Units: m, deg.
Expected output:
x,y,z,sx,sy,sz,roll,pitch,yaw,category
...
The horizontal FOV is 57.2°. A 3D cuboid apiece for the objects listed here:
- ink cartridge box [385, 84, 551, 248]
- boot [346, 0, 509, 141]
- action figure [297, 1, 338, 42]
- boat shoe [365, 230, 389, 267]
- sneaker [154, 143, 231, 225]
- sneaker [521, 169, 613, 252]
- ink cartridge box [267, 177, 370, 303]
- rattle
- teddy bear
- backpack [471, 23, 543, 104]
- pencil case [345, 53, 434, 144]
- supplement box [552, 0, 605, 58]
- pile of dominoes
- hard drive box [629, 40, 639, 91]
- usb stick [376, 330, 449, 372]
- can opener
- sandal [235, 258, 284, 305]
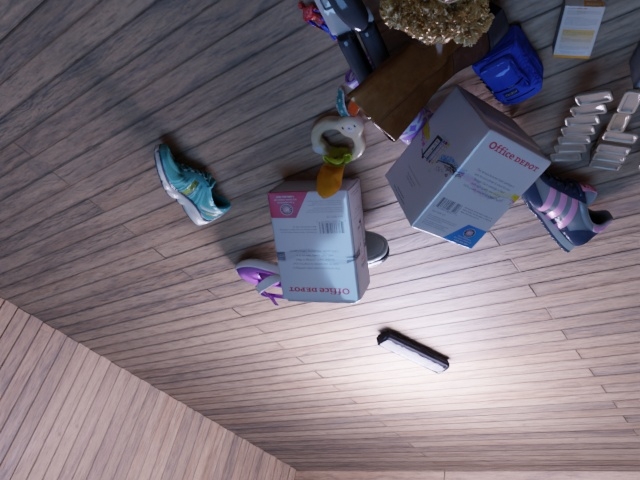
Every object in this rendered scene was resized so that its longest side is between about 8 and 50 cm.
x,y,z,sx,sy,sz,roll,pitch,yaw,category
0.277,-0.138,1.133,0.171,0.168,0.233,19,124,-31,ink cartridge box
0.146,-0.330,0.947,0.280,0.096,0.264,-42,142,7,boot
0.007,-0.401,1.079,0.115,0.030,0.038,31,136,-13,action figure
0.069,0.045,1.597,0.302,0.114,0.091,-2,142,41,boat shoe
-0.328,-0.153,1.499,0.109,0.107,0.275,-21,139,13,sneaker
0.506,-0.106,1.253,0.131,0.112,0.319,-33,127,26,sneaker
0.000,0.000,1.438,0.207,0.117,0.283,0,110,20,ink cartridge box
0.035,-0.208,1.241,0.130,0.143,0.200,38,148,-1,rattle
0.193,-0.434,0.768,0.245,0.338,0.113,29,-175,-26,teddy bear
0.335,-0.297,1.043,0.097,0.101,0.120,-15,140,44,backpack
0.141,-0.278,1.153,0.088,0.086,0.206,-45,122,12,pencil case
0.429,-0.357,0.980,0.062,0.036,0.099,7,144,11,supplement box
0.547,-0.211,1.080,0.195,0.040,0.251,11,158,14,pile of dominoes
0.620,-0.332,0.900,0.180,0.089,0.232,11,145,5,hard drive box
0.318,0.383,2.009,0.277,0.045,0.077,28,135,-17,usb stick
0.065,-0.322,0.977,0.075,0.095,0.283,-16,134,21,can opener
-0.115,0.134,1.692,0.416,0.102,0.169,5,154,44,sandal
